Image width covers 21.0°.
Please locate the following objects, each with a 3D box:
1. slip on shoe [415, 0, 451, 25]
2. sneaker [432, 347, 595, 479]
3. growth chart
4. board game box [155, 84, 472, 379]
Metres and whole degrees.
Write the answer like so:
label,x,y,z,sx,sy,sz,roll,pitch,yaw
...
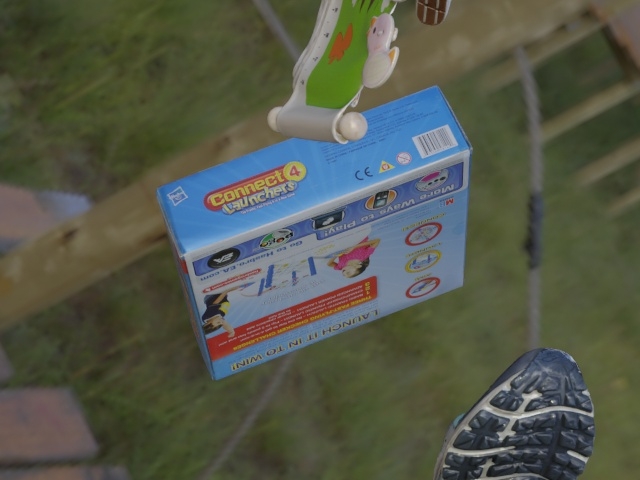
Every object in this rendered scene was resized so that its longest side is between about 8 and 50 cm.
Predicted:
label,x,y,z,sx,sy,sz,roll,pitch,yaw
slip on shoe,0.137,-0.308,1.954,0.041,0.051,0.135,-73,172,-50
sneaker,0.135,0.170,1.397,0.110,0.283,0.122,9,44,-11
growth chart,0.026,-0.164,1.015,0.021,0.172,0.237,18,81,-19
board game box,0.000,0.000,1.816,0.302,0.308,0.086,85,-18,-62
